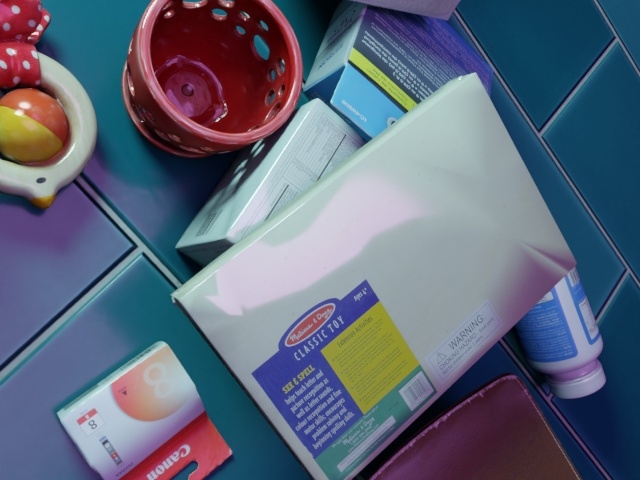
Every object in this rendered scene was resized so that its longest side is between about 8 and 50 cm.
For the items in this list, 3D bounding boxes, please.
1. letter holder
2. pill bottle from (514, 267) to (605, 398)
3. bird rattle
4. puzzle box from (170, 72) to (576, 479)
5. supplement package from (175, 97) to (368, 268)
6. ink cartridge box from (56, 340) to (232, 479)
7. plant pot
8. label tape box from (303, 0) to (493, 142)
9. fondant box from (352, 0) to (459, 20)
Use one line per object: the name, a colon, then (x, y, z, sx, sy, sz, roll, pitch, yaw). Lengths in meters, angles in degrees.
letter holder: (0.165, 0.331, 0.872, 0.302, 0.152, 0.214, -33, 95, -17)
pill bottle: (0.386, 0.141, 1.054, 0.124, 0.124, 0.221, -25, 97, -29)
bird rattle: (-0.349, -0.148, 0.706, 0.207, 0.143, 0.253, 37, 55, -33)
puzzle box: (0.080, 0.039, 0.700, 0.409, 0.052, 0.272, -38, 107, -17)
supplement package: (0.000, 0.000, 0.810, 0.263, 0.199, 0.198, 38, 70, -21)
ink cartridge box: (-0.201, 0.235, 0.766, 0.145, 0.045, 0.179, -36, 100, -26)
plant pot: (-0.142, -0.191, 0.767, 0.191, 0.174, 0.191, 4, 83, -29)
label tape box: (0.110, -0.189, 0.875, 0.249, 0.115, 0.347, 37, 47, -22)
fondant box: (0.039, -0.451, 0.855, 0.238, 0.096, 0.330, -1, 53, -29)
